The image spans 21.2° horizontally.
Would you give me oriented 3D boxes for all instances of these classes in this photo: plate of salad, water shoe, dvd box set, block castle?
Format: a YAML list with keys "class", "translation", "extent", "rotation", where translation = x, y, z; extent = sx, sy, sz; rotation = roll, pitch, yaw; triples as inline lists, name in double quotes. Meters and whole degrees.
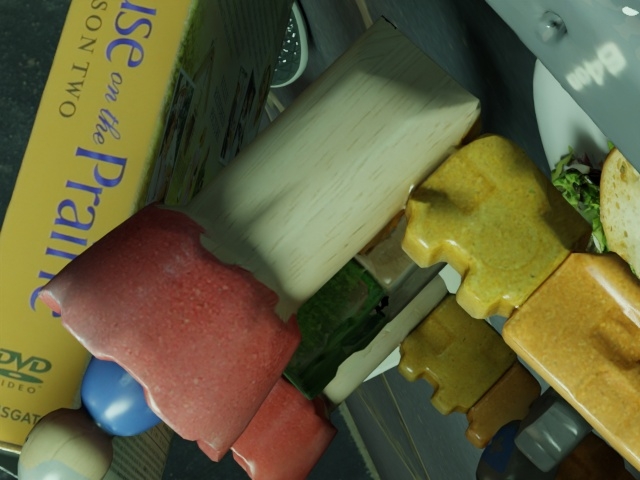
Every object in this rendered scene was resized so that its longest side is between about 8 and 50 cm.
- class: "plate of salad"
  translation: [0.135, 0.010, 0.746]
  extent: [0.200, 0.048, 0.200]
  rotation: [61, 174, 10]
- class: "water shoe"
  translation: [-0.060, -0.228, 1.437]
  extent: [0.080, 0.073, 0.203]
  rotation: [-73, -37, -58]
- class: "dvd box set"
  translation: [-0.078, -0.073, 0.898]
  extent: [0.307, 0.062, 0.420]
  rotation: [84, -160, -77]
- class: "block castle"
  translation: [0.052, 0.124, 0.748]
  extent: [0.303, 0.213, 0.453]
  rotation: [44, 174, 9]

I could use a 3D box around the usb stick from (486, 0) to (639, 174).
- class: "usb stick"
  translation: [0.139, 0.014, 0.422]
  extent: [0.278, 0.045, 0.077]
  rotation: [49, 174, 1]

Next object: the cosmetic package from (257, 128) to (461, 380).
- class: "cosmetic package"
  translation: [0.000, 0.000, 1.385]
  extent: [0.113, 0.160, 0.309]
  rotation: [67, 173, -24]
